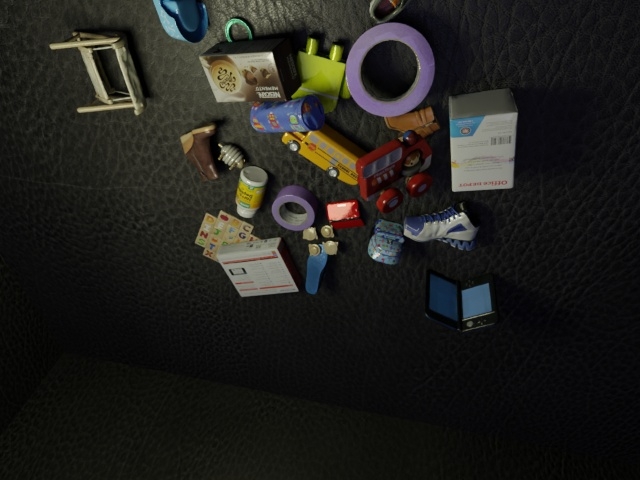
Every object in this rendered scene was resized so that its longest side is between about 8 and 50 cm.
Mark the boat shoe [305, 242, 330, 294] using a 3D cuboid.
[{"bbox_3d":[-0.019,0.125,2.086,0.109,0.089,0.258,24,111,13],"label":"boat shoe"}]

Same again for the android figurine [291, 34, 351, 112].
[{"bbox_3d":[-0.006,-0.555,1.517,0.248,0.056,0.273,15,132,2],"label":"android figurine"}]

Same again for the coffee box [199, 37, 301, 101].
[{"bbox_3d":[-0.233,-0.570,1.479,0.297,0.119,0.168,9,137,26],"label":"coffee box"}]

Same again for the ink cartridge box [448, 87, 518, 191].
[{"bbox_3d":[0.536,-0.330,1.466,0.198,0.197,0.270,-2,129,16],"label":"ink cartridge box"}]

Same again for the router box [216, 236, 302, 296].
[{"bbox_3d":[-0.300,0.139,2.176,0.335,0.082,0.301,-7,130,19],"label":"router box"}]

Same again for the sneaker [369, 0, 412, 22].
[{"bbox_3d":[0.251,-0.728,1.261,0.100,0.108,0.271,41,127,-17],"label":"sneaker"}]

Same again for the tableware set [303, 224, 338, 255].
[{"bbox_3d":[0.000,0.000,1.989,0.168,0.020,0.141,-5,100,22],"label":"tableware set"}]

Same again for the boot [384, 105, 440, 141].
[{"bbox_3d":[0.314,-0.430,1.529,0.152,0.073,0.197,-21,134,31],"label":"boot"}]

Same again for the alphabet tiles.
[{"bbox_3d":[-0.460,0.003,2.160,0.285,0.011,0.343,27,132,-8],"label":"alphabet tiles"}]

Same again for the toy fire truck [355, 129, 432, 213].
[{"bbox_3d":[0.264,-0.257,1.534,0.302,0.169,0.254,-29,152,-9],"label":"toy fire truck"}]

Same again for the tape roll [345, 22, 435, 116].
[{"bbox_3d":[0.220,-0.540,1.396,0.274,0.090,0.275,4,116,7],"label":"tape roll"}]

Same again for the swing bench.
[{"bbox_3d":[-0.784,-0.616,1.613,0.254,0.165,0.253,3,130,6],"label":"swing bench"}]

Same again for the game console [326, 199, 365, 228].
[{"bbox_3d":[0.109,-0.112,1.901,0.144,0.085,0.124,-6,97,20],"label":"game console"}]

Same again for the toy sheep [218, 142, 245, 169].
[{"bbox_3d":[-0.362,-0.344,1.779,0.132,0.091,0.091,44,127,-15],"label":"toy sheep"}]

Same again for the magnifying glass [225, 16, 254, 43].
[{"bbox_3d":[-0.242,-0.653,1.517,0.092,0.026,0.231,-18,124,28],"label":"magnifying glass"}]

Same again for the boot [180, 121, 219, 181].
[{"bbox_3d":[-0.450,-0.352,1.762,0.248,0.090,0.207,-6,116,46],"label":"boot"}]

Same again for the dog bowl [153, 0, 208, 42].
[{"bbox_3d":[-0.459,-0.780,1.383,0.074,0.166,0.297,9,133,24],"label":"dog bowl"}]

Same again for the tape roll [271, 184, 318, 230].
[{"bbox_3d":[-0.109,-0.139,1.893,0.188,0.080,0.189,8,132,10],"label":"tape roll"}]

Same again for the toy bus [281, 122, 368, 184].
[{"bbox_3d":[0.026,-0.344,1.656,0.332,0.108,0.130,32,131,-13],"label":"toy bus"}]

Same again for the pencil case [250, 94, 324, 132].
[{"bbox_3d":[-0.118,-0.440,1.533,0.306,0.133,0.119,14,134,45],"label":"pencil case"}]

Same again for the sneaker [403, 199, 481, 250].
[{"bbox_3d":[0.500,-0.083,1.756,0.315,0.127,0.182,11,129,-3],"label":"sneaker"}]

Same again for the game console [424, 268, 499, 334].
[{"bbox_3d":[0.600,0.232,1.875,0.250,0.293,0.173,-24,121,31],"label":"game console"}]

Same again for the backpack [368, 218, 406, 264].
[{"bbox_3d":[0.282,0.013,1.853,0.158,0.173,0.117,18,133,1],"label":"backpack"}]

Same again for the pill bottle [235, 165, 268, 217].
[{"bbox_3d":[-0.297,-0.200,1.865,0.117,0.118,0.208,21,133,-3],"label":"pill bottle"}]
